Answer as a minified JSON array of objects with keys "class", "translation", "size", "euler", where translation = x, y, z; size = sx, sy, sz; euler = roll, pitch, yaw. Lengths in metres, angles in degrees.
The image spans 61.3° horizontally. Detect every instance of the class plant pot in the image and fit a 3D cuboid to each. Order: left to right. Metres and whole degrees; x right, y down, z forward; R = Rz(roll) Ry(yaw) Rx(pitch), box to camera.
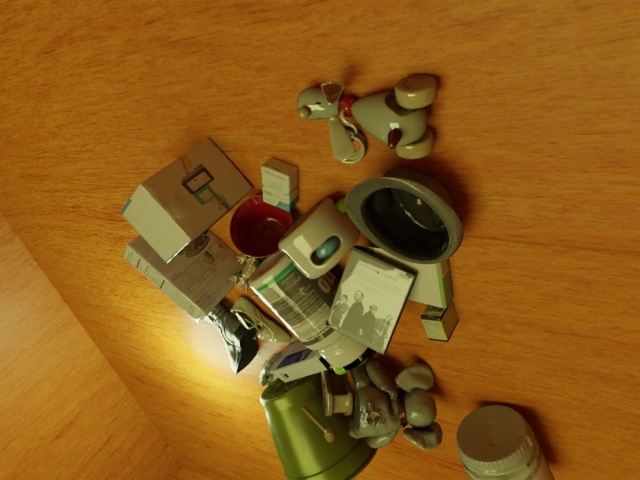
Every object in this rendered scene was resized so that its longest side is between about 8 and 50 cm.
[{"class":"plant pot","translation":[-0.033,0.649,1.941],"size":[0.366,0.366,0.353],"euler":[-24,97,48]}]

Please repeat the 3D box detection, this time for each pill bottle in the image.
[{"class":"pill bottle","translation":[-0.019,0.184,1.568],"size":[0.361,0.204,0.204],"euler":[49,140,-13]}]

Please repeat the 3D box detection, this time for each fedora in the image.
[{"class":"fedora","translation":[0.202,-0.074,1.213],"size":[0.275,0.124,0.244],"euler":[37,144,-8]}]

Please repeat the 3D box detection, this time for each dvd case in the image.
[{"class":"dvd case","translation":[0.127,0.155,1.399],"size":[0.179,0.029,0.238],"euler":[25,110,19]}]

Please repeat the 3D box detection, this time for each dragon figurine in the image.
[{"class":"dragon figurine","translation":[-0.201,0.072,1.708],"size":[0.085,0.144,0.289],"euler":[32,121,14]}]

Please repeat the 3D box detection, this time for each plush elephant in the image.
[{"class":"plush elephant","translation":[0.236,0.506,1.660],"size":[0.256,0.271,0.330],"euler":[2,175,-7]}]

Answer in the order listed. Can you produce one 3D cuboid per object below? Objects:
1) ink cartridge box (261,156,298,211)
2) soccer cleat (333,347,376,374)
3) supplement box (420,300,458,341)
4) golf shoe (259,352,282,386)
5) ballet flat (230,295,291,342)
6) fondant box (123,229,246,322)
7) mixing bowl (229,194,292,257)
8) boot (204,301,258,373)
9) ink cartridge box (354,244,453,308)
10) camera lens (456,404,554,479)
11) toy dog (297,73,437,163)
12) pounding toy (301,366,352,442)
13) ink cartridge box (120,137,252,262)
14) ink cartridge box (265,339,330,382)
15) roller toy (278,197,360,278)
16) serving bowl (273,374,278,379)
[{"class":"ink cartridge box","translation":[-0.108,-0.151,1.452],"size":[0.089,0.052,0.122],"euler":[23,139,20]},{"class":"soccer cleat","translation":[0.118,0.352,1.635],"size":[0.060,0.179,0.072],"euler":[62,148,2]},{"class":"supplement box","translation":[0.313,0.205,1.416],"size":[0.056,0.083,0.083],"euler":[0,127,39]},{"class":"golf shoe","translation":[-0.201,0.489,2.114],"size":[0.069,0.086,0.176],"euler":[12,122,-27]},{"class":"ballet flat","translation":[-0.220,0.305,1.944],"size":[0.248,0.086,0.086],"euler":[39,141,2]},{"class":"fondant box","translation":[-0.434,0.071,1.777],"size":[0.330,0.238,0.096],"euler":[43,142,-2]},{"class":"mixing bowl","translation":[-0.157,-0.027,1.539],"size":[0.181,0.181,0.098],"euler":[26,171,17]},{"class":"boot","translation":[-0.357,0.363,2.109],"size":[0.223,0.118,0.338],"euler":[35,139,21]},{"class":"ink cartridge box","translation":[0.216,0.078,1.400],"size":[0.235,0.056,0.171],"euler":[10,132,35]},{"class":"camera lens","translation":[0.525,0.636,1.535],"size":[0.219,0.219,0.274],"euler":[-6,122,42]},{"class":"toy dog","translation":[0.084,-0.243,1.124],"size":[0.334,0.161,0.220],"euler":[-5,122,42]},{"class":"pounding toy","translation":[0.018,0.495,1.744],"size":[0.155,0.269,0.154],"euler":[-1,141,-6]},{"class":"ink cartridge box","translation":[-0.375,-0.114,1.531],"size":[0.197,0.270,0.198],"euler":[49,140,-7]},{"class":"ink cartridge box","translation":[-0.044,0.383,1.807],"size":[0.065,0.165,0.333],"euler":[50,141,-8]},{"class":"roller toy","translation":[0.000,0.000,1.394],"size":[0.146,0.191,0.209],"euler":[47,141,-8]},{"class":"serving bowl","translation":[-0.149,0.546,2.152],"size":[0.083,0.027,0.083],"euler":[22,136,22]}]
